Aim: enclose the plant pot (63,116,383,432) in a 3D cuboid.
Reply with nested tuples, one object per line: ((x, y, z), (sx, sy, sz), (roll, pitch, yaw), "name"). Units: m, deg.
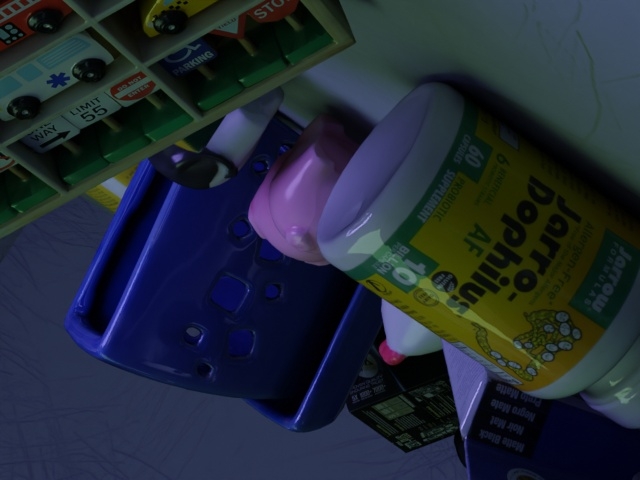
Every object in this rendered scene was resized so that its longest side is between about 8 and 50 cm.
((-0.062, 0.024, 1.379), (0.212, 0.236, 0.236), (27, 175, -14), "plant pot")

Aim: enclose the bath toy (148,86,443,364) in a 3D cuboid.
((-0.022, -0.034, 1.165), (0.348, 0.129, 0.151), (34, -152, -4), "bath toy")

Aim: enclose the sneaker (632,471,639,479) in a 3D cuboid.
((0.220, 0.126, 0.764), (0.140, 0.125, 0.341), (13, 149, 0), "sneaker")

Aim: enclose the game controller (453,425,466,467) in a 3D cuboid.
((0.295, 0.241, 1.680), (0.319, 0.067, 0.166), (25, 156, -17), "game controller")

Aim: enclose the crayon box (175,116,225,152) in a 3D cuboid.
((-0.240, -0.215, 0.920), (0.363, 0.106, 0.313), (28, 171, 33), "crayon box")

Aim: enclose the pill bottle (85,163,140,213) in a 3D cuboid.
((-0.168, -0.079, 1.549), (0.208, 0.119, 0.119), (37, 172, -30), "pill bottle")

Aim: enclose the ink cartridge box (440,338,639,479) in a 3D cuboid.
((0.185, 0.110, 1.010), (0.223, 0.045, 0.224), (19, -157, -11), "ink cartridge box")

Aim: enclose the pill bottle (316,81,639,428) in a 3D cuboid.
((0.112, 0.015, 0.915), (0.208, 0.117, 0.117), (34, 173, -14), "pill bottle")

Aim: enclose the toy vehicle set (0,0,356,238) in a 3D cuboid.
((-0.134, -0.085, 0.809), (0.166, 0.267, 0.035), (40, -153, -55), "toy vehicle set")

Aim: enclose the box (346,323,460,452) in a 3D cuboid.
((0.112, 0.133, 1.642), (0.180, 0.147, 0.077), (42, -152, -61), "box")
